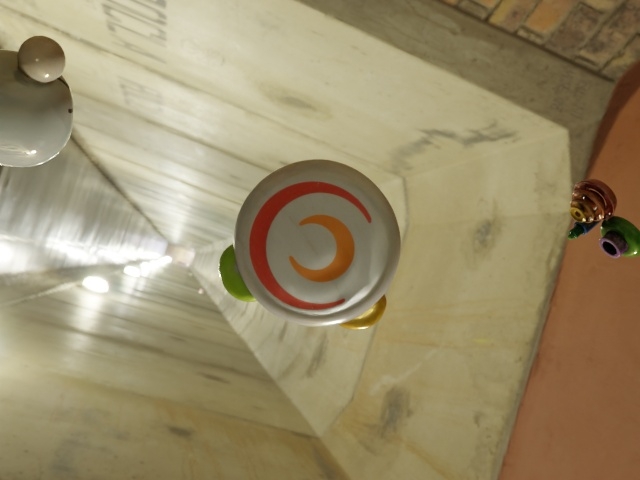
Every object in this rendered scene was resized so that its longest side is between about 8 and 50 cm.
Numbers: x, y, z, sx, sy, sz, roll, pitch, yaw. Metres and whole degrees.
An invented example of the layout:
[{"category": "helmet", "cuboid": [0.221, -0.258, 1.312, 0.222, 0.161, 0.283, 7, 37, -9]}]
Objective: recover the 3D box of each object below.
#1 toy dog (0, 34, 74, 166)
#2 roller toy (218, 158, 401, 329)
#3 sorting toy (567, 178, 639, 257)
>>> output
[{"category": "toy dog", "cuboid": [-0.254, -0.124, 0.274, 0.161, 0.220, 0.333, -36, 176, 30]}, {"category": "roller toy", "cuboid": [0.000, 0.000, 0.783, 0.146, 0.209, 0.191, -69, 179, -85]}, {"category": "sorting toy", "cuboid": [0.288, -0.015, 0.672, 0.042, 0.102, 0.061, -38, -171, -13]}]
